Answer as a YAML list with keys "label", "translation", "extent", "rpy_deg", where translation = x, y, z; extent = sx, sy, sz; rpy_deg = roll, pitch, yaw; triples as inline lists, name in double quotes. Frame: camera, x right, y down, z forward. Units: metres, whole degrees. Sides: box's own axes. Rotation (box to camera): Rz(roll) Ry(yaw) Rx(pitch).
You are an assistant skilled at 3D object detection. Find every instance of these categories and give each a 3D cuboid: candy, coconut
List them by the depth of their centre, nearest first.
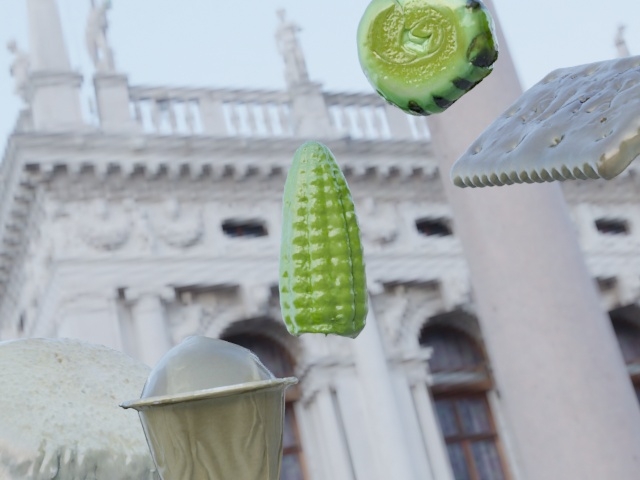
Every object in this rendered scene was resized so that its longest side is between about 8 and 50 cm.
- label: "coconut"
  translation: [-0.286, 0.302, 1.413]
  extent: [0.415, 0.345, 0.415]
  rpy_deg: [-6, -57, -9]
- label: "candy"
  translation: [0.000, 0.000, 1.500]
  extent: [0.096, 0.210, 0.097]
  rpy_deg: [-5, -3, 0]

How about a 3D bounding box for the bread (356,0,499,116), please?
- label: "bread"
  translation: [0.103, -0.185, 1.366]
  extent: [0.139, 0.130, 0.071]
  rpy_deg: [-31, -15, 30]

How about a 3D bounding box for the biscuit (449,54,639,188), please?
- label: "biscuit"
  translation: [0.286, -0.138, 1.580]
  extent: [0.217, 0.044, 0.325]
  rpy_deg: [-41, 16, -18]

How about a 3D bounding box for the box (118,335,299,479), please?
- label: "box"
  translation: [-0.070, 0.111, 0.910]
  extent: [0.111, 0.111, 0.177]
  rpy_deg: [-9, -6, -8]
